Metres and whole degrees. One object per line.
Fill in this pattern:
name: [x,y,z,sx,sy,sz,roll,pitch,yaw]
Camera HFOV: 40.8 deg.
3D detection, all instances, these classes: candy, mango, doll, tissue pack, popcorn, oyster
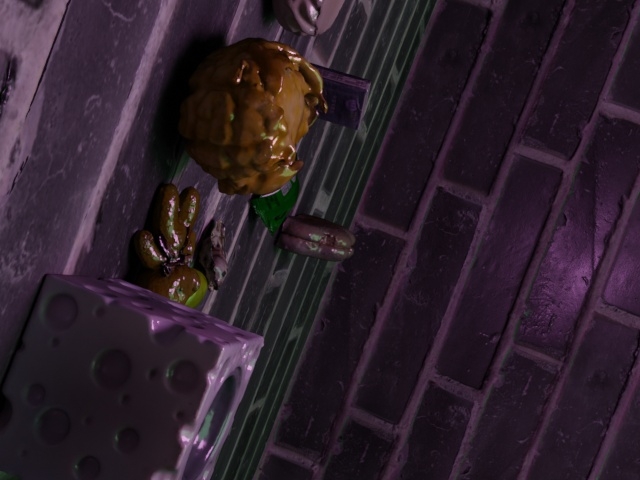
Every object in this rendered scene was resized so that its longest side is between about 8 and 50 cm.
candy: [-0.083,-0.116,1.882,0.141,0.078,0.203,97,11,-60]
mango: [-0.239,0.095,1.495,0.108,0.056,0.073,-41,149,-46]
doll: [-0.218,0.021,1.288,0.137,0.097,0.209,-10,112,-68]
tissue pack: [0.019,-0.301,1.791,0.112,0.156,0.051,101,10,-50]
popcorn: [-0.102,-0.179,1.246,0.250,0.190,0.250,-58,166,-23]
oyster: [-0.200,0.043,1.608,0.165,0.053,0.108,91,-6,-45]

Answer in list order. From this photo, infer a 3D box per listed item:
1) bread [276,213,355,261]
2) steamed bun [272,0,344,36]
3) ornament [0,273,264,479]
bread: [-0.001,-0.006,2.319,0.337,0.183,0.101,-16,118,-80]
steamed bun: [-0.019,-0.427,1.429,0.182,0.106,0.183,-62,170,-19]
ornament: [-0.240,0.196,1.105,0.239,0.240,0.239,29,83,-80]
